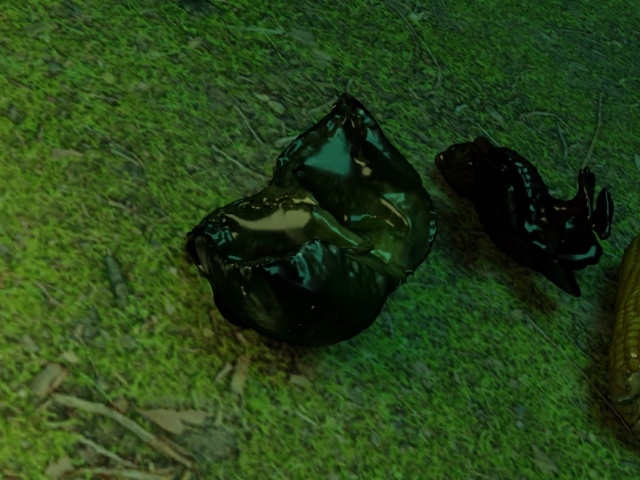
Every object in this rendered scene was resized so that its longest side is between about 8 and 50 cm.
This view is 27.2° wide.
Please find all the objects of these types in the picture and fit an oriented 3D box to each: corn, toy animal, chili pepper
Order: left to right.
[{"bbox_3d":[-0.006,0.005,1.014,0.148,0.116,0.264,48,32,-6],"label":"chili pepper"},{"bbox_3d":[0.182,-0.028,1.259,0.179,0.116,0.218,19,-4,35],"label":"toy animal"},{"bbox_3d":[0.326,0.076,1.239,0.106,0.106,0.305,35,30,-4],"label":"corn"}]
